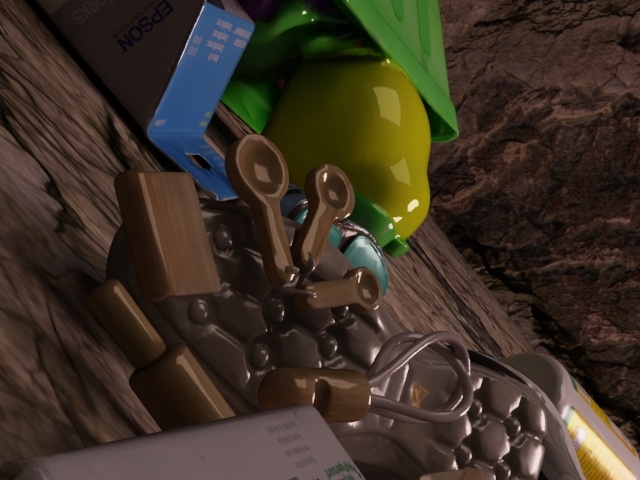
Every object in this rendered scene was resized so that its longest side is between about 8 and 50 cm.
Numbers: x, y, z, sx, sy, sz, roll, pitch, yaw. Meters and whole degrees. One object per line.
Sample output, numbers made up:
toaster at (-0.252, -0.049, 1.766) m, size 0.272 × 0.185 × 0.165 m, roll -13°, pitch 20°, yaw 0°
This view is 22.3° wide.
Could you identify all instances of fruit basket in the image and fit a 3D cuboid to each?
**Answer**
fruit basket at (-0.010, -0.150, 1.646) m, size 0.392 × 0.282 × 0.392 m, roll -3°, pitch 93°, yaw -64°

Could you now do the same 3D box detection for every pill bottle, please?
pill bottle at (0.234, 0.210, 1.553) m, size 0.208 × 0.117 × 0.117 m, roll 46°, pitch 8°, yaw -33°

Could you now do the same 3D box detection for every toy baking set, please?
toy baking set at (0.000, 0.060, 0.763) m, size 0.256 × 0.030 × 0.197 m, roll 58°, pitch 42°, yaw -10°

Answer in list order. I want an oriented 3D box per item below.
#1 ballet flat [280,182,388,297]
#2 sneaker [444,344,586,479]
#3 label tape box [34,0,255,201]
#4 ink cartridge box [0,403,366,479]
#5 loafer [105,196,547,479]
ballet flat at (0.000, 0.000, 1.410) m, size 0.070 × 0.070 × 0.188 m, roll 55°, pitch 5°, yaw 35°
sneaker at (0.159, 0.189, 1.272) m, size 0.271 × 0.100 × 0.108 m, roll 53°, pitch 12°, yaw 22°
label tape box at (-0.144, -0.196, 1.300) m, size 0.348 × 0.115 × 0.249 m, roll 49°, pitch 7°, yaw 1°
ink cartridge box at (0.035, 0.202, 0.495) m, size 0.330 × 0.071 × 0.324 m, roll 55°, pitch 7°, yaw 10°
loafer at (-0.003, 0.072, 0.879) m, size 0.111 × 0.112 × 0.319 m, roll -1°, pitch -29°, yaw 45°
